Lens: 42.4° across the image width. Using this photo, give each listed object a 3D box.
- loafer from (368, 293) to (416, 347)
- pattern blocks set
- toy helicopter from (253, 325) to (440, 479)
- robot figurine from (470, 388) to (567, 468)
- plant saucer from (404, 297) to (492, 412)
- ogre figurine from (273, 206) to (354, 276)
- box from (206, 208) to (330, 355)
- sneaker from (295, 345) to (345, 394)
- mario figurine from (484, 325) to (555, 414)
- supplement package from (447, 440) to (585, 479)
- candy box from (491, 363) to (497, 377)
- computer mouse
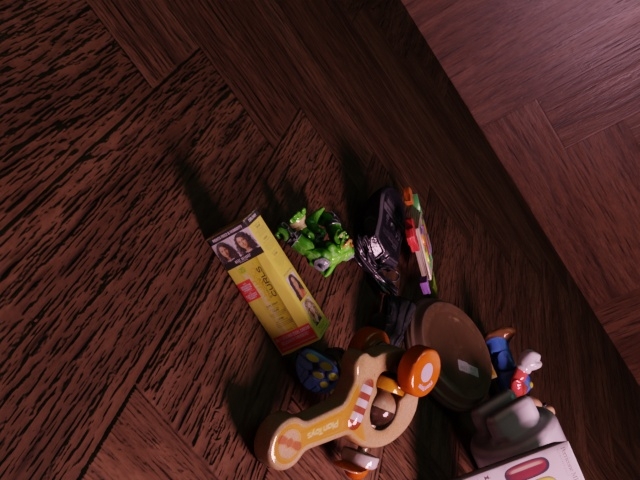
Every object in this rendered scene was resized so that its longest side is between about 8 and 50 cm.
[{"bbox_3d":[0.131,0.185,1.675,0.078,0.076,0.223,25,35,5],"label":"loafer"},{"bbox_3d":[0.247,0.006,2.011,0.325,0.026,0.285,-82,156,-59],"label":"pattern blocks set"},{"bbox_3d":[0.034,0.288,1.296,0.355,0.140,0.235,-11,110,-45],"label":"toy helicopter"},{"bbox_3d":[0.458,0.505,1.801,0.353,0.200,0.300,64,-11,-8],"label":"robot figurine"},{"bbox_3d":[0.300,0.253,1.876,0.278,0.041,0.277,27,47,-33],"label":"plant saucer"},{"bbox_3d":[0.000,0.000,1.576,0.118,0.097,0.197,48,7,12],"label":"ogre figurine"},{"bbox_3d":[-0.084,0.069,1.346,0.232,0.087,0.058,59,27,-11],"label":"box"},{"bbox_3d":[0.011,0.219,1.418,0.188,0.067,0.078,32,25,-51],"label":"sneaker"},{"bbox_3d":[0.524,0.383,2.106,0.198,0.170,0.320,30,39,-52],"label":"mario figurine"},{"bbox_3d":[0.376,0.489,1.584,0.134,0.244,0.139,75,-5,-75],"label":"supplement package"},{"bbox_3d":[0.362,0.295,2.017,0.187,0.053,0.109,12,54,-60],"label":"candy box"},{"bbox_3d":[0.125,-0.013,1.857,0.188,0.072,0.272,53,37,-31],"label":"computer mouse"}]
